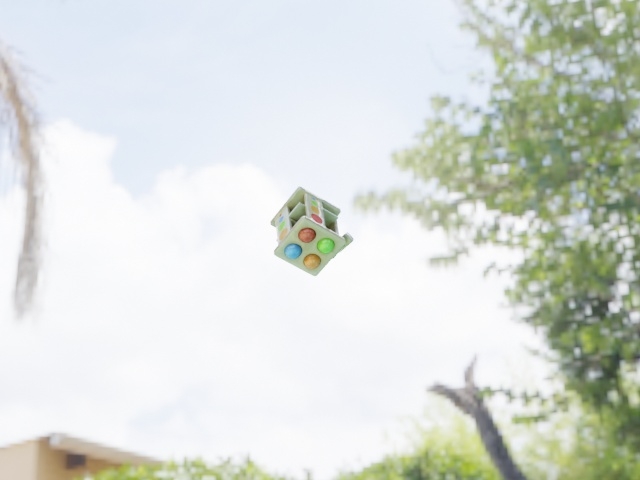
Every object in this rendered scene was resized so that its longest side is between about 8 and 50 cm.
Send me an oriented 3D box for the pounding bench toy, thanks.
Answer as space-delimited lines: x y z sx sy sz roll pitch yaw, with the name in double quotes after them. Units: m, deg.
0.000 0.000 1.306 0.083 0.065 0.052 29 -63 -24 "pounding bench toy"
